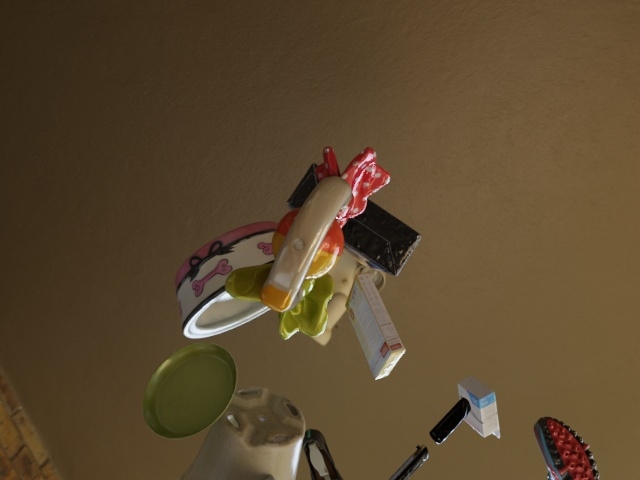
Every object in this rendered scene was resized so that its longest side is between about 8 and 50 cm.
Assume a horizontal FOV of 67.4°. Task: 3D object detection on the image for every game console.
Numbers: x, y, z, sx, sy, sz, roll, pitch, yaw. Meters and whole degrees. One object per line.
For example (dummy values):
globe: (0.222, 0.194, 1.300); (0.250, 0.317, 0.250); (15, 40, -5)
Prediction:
game console: (0.268, 0.564, 1.276); (0.361, 0.213, 0.044); (-44, -116, -8)

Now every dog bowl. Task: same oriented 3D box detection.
dog bowl: (-0.218, 0.103, 1.334); (0.407, 0.408, 0.151); (-36, -107, 14)

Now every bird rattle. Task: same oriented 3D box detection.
bird rattle: (0.000, 0.000, 0.569); (0.143, 0.207, 0.254); (36, -86, 2)

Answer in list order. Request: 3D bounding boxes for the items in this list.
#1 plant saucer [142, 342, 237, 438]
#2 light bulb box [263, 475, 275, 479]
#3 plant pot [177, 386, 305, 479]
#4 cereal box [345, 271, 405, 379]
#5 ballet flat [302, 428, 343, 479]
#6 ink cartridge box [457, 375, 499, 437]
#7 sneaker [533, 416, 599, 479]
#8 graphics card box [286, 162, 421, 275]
plant saucer: (-0.305, 0.358, 1.145); (0.240, 0.241, 0.037); (-11, -45, 8)
light bulb box: (-0.174, 0.694, 0.898); (0.357, 0.361, 0.226); (-25, -88, -15)
plant pot: (-0.184, 0.565, 1.223); (0.333, 0.334, 0.306); (18, -73, -1)
cereal box: (0.140, 0.232, 1.300); (0.047, 0.240, 0.173); (-11, -34, -18)
ballet flat: (0.011, 0.708, 1.432); (0.095, 0.096, 0.281); (-26, -99, -1)
ink cartridge box: (0.489, 0.526, 1.481); (0.060, 0.104, 0.180); (-20, -70, -18)
sneaker: (0.449, 0.467, 0.887); (0.104, 0.262, 0.125); (-3, -27, -33)
graphics card box: (0.052, -0.033, 0.988); (0.232, 0.371, 0.094); (34, -93, -2)
